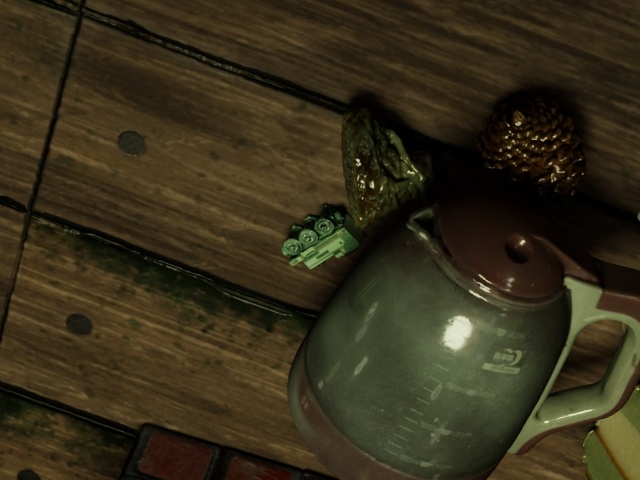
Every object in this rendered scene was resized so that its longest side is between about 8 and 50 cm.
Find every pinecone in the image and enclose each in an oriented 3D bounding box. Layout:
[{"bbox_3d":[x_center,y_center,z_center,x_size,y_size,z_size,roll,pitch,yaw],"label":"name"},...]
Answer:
[{"bbox_3d":[0.208,-0.082,1.596,0.109,0.102,0.102,40,121,-17],"label":"pinecone"}]

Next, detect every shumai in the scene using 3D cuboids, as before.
[{"bbox_3d":[0.068,-0.073,1.642,0.087,0.099,0.123,-7,123,-3],"label":"shumai"}]

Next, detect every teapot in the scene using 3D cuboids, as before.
[{"bbox_3d":[0.165,0.096,1.618,0.315,0.233,0.312,19,133,-12],"label":"teapot"}]

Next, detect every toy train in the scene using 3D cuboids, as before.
[{"bbox_3d":[0.000,0.000,1.729,0.083,0.033,0.053,-33,113,28],"label":"toy train"}]

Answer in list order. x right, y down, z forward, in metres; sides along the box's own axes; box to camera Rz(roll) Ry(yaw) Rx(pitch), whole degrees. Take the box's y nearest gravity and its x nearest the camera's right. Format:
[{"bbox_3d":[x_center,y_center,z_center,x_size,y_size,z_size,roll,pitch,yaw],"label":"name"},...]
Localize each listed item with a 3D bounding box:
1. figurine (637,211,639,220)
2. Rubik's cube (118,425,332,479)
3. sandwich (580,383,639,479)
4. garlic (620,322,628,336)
[{"bbox_3d":[0.374,-0.044,1.579,0.143,0.143,0.271,3,155,10],"label":"figurine"},{"bbox_3d":[-0.123,0.441,1.871,0.305,0.303,0.301,17,123,3],"label":"Rubik's cube"},{"bbox_3d":[0.426,0.265,1.764,0.198,0.227,0.155,4,128,-33],"label":"sandwich"},{"bbox_3d":[0.348,0.103,1.695,0.094,0.074,0.113,-33,116,-18],"label":"garlic"}]
